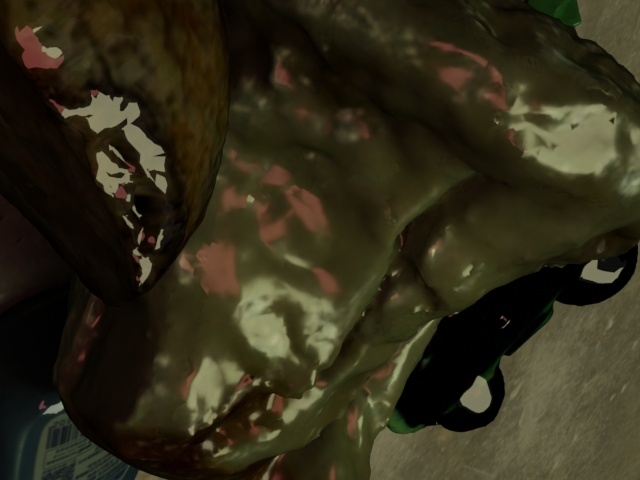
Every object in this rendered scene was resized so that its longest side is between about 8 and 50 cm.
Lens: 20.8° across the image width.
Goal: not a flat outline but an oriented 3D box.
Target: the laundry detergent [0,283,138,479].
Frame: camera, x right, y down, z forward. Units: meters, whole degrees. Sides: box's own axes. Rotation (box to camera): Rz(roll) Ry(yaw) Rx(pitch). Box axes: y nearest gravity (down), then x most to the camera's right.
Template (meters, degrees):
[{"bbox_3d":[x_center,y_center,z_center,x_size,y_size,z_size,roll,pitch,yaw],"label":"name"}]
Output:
[{"bbox_3d":[-0.183,0.168,1.188,0.143,0.094,0.290,-34,148,-44],"label":"laundry detergent"}]

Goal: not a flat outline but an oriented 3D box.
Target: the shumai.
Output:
[{"bbox_3d":[0.000,0.000,0.990,0.323,0.324,0.397,-61,-168,0],"label":"shumai"}]

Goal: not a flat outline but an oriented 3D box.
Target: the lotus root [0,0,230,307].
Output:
[{"bbox_3d":[-0.115,-0.100,0.817,0.142,0.314,0.210,-35,129,-14],"label":"lotus root"}]

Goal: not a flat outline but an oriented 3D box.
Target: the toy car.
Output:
[{"bbox_3d":[0.139,-0.018,1.399,0.358,0.176,0.213,-44,149,-12],"label":"toy car"}]
